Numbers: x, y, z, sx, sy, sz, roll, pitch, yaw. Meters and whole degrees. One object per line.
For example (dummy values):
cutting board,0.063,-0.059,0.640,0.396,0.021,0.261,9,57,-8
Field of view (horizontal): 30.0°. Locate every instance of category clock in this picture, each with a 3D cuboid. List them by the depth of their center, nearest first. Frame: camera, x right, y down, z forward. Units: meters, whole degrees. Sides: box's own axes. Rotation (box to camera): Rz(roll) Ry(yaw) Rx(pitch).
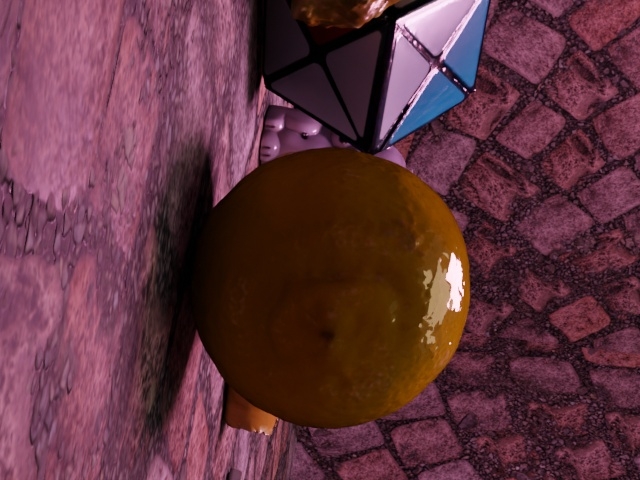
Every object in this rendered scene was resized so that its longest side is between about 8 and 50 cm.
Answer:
clock,0.025,-0.118,1.986,0.189,0.254,0.189,10,90,-83

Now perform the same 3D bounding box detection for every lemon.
lemon,0.011,0.050,1.385,0.348,0.348,0.348,7,90,-87

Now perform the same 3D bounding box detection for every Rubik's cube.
Rubik's cube,0.080,-0.316,1.759,0.246,0.250,0.248,-33,147,-34

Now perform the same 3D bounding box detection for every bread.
bread,-0.099,0.210,1.891,0.134,0.085,0.173,-75,172,-73

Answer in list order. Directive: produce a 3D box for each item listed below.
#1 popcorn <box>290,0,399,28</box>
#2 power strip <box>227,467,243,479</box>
popcorn,0.048,-0.413,1.480,0.247,0.282,0.282,54,13,-9
power strip,-0.158,0.476,1.962,0.253,0.027,0.060,-79,175,-55
